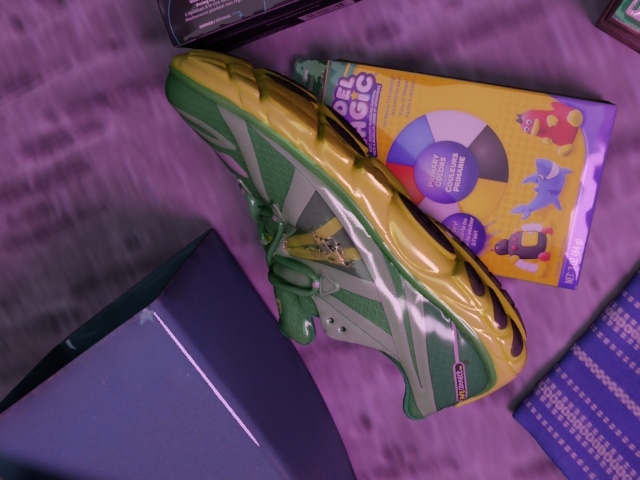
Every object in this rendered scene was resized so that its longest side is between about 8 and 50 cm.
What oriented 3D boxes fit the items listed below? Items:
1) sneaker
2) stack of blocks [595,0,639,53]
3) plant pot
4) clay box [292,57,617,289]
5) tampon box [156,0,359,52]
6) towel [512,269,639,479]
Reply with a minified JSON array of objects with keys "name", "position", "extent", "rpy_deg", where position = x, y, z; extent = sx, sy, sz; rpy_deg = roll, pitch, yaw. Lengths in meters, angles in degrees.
[{"name":"sneaker","position":[0.000,0.000,0.555],"extent":[0.123,0.109,0.295],"rpy_deg":[-43,92,14]},{"name":"stack of blocks","position":[0.288,-0.238,0.522],"extent":[0.171,0.087,0.297],"rpy_deg":[32,104,4]},{"name":"plant pot","position":[-0.081,0.147,0.628],"extent":[0.165,0.165,0.234],"rpy_deg":[-36,100,14]},{"name":"clay box","position":[0.077,-0.051,0.612],"extent":[0.222,0.053,0.127],"rpy_deg":[10,103,8]},{"name":"tampon box","position":[-0.055,-0.220,0.581],"extent":[0.120,0.101,0.161],"rpy_deg":[-17,96,12]},{"name":"towel","position":[0.283,0.062,0.520],"extent":[0.040,0.243,0.336],"rpy_deg":[25,108,-38]}]
